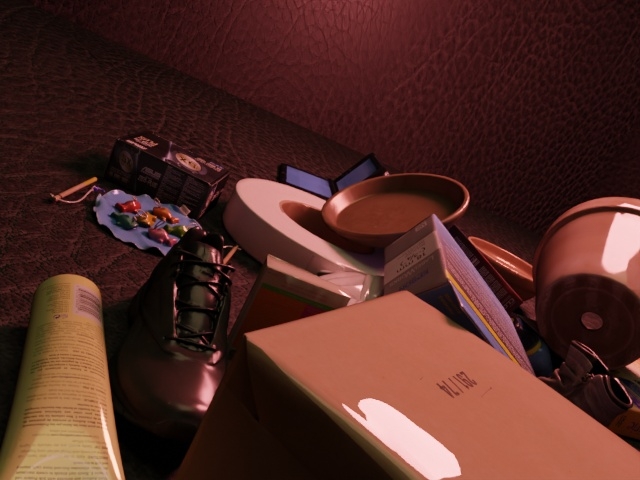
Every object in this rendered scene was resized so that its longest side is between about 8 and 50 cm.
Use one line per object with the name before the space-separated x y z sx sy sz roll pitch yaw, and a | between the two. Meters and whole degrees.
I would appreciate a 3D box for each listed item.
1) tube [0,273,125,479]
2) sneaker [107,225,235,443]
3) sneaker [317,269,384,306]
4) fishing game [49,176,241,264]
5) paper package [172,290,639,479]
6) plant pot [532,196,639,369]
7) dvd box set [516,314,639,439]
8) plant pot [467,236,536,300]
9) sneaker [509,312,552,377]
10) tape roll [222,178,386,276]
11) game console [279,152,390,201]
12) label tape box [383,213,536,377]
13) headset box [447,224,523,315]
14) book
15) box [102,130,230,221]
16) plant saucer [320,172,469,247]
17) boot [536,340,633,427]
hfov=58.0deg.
tube | -0.205 0.118 0.459 0.240 0.070 0.062 -123 -169 -52
sneaker | -0.136 0.073 0.567 0.109 0.130 0.286 22 18 -24
sneaker | 0.019 0.109 0.801 0.130 0.110 0.297 13 10 10
fishing game | -0.251 -0.034 0.884 0.264 0.041 0.189 27 18 -1
paper package | 0.094 0.198 0.479 0.310 0.168 0.325 34 17 24
plant pot | 0.549 0.105 1.122 0.323 0.323 0.280 34 35 21
dvd box set | 0.627 0.304 1.196 0.421 0.062 0.307 20 17 -24
plant pot | 0.464 0.094 1.502 0.238 0.109 0.237 26 15 -7
sneaker | 0.396 0.208 1.145 0.082 0.069 0.209 54 5 -10
tape roll | 0.000 0.000 1.121 0.392 0.072 0.392 25 17 -8
game console | 0.033 -0.201 1.643 0.173 0.250 0.293 51 10 -18
label tape box | 0.194 0.128 0.794 0.240 0.106 0.333 51 17 -11
headset box | 0.276 0.047 1.214 0.293 0.110 0.218 43 9 -25
book | -0.042 0.099 0.606 0.096 0.144 0.035 24 16 -12
box | -0.272 -0.121 1.048 0.180 0.077 0.147 27 16 -3
plant saucer | 0.140 -0.059 1.093 0.278 0.041 0.278 -8 27 4
boot | 0.339 0.210 0.840 0.084 0.161 0.246 22 17 -19
